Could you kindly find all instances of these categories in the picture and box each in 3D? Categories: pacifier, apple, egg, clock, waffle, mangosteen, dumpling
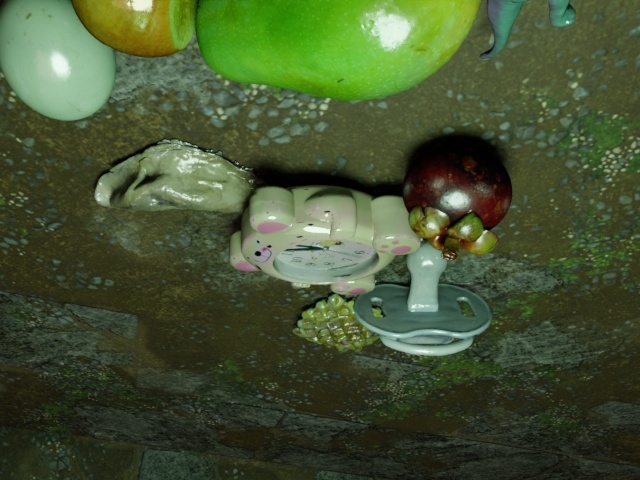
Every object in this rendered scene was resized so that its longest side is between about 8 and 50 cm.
[{"bbox_3d":[0.210,0.109,1.277,0.287,0.238,0.226,-1,113,2],"label":"pacifier"},{"bbox_3d":[-0.223,-0.312,0.777,0.163,0.146,0.147,22,135,-21],"label":"apple"},{"bbox_3d":[-0.359,-0.254,0.855,0.149,0.149,0.192,2,138,1],"label":"egg"},{"bbox_3d":[0.000,0.000,1.161,0.309,0.114,0.284,7,154,-18],"label":"clock"},{"bbox_3d":[0.051,0.210,1.518,0.223,0.054,0.204,22,139,-25],"label":"waffle"},{"bbox_3d":[0.224,-0.060,1.034,0.199,0.200,0.200,2,143,1],"label":"mangosteen"},{"bbox_3d":[-0.251,-0.094,1.118,0.331,0.086,0.166,-1,146,-2],"label":"dumpling"}]

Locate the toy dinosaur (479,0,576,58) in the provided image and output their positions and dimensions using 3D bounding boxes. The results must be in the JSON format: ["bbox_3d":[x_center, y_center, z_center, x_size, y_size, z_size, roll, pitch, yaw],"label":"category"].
[{"bbox_3d":[0.198,-0.322,0.619,0.330,0.129,0.383,-11,155,-41],"label":"toy dinosaur"}]

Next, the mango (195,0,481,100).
[{"bbox_3d":[0.009,-0.274,0.759,0.381,0.201,0.225,-5,145,30],"label":"mango"}]
